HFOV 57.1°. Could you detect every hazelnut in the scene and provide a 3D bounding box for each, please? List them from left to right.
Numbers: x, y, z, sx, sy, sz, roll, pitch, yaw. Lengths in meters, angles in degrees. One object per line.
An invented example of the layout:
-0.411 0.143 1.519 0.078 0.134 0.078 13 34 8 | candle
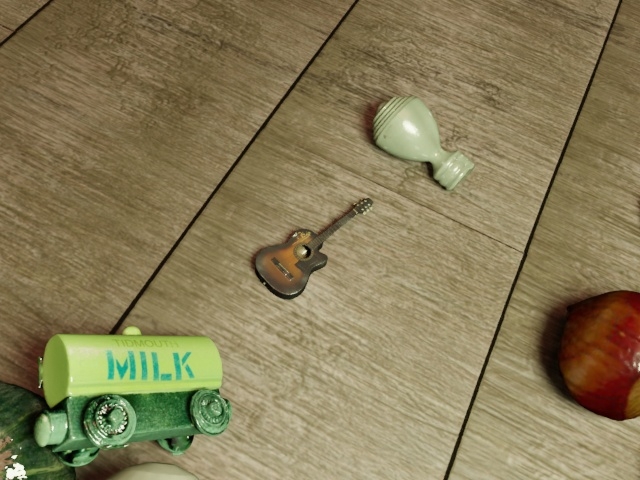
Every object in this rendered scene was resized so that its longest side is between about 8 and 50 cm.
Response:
0.433 0.157 0.838 0.201 0.160 0.170 -2 70 -50 | hazelnut

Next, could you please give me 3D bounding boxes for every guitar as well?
0.000 0.000 0.930 0.233 0.025 0.088 -39 72 -24 | guitar

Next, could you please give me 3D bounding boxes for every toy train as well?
-0.221 0.179 0.716 0.253 0.105 0.157 11 53 -47 | toy train

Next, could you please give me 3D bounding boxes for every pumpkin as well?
-0.389 0.268 0.671 0.211 0.152 0.212 4 65 -8 | pumpkin

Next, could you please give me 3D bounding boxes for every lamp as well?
0.170 -0.166 1.001 0.193 0.106 0.106 44 66 5 | lamp

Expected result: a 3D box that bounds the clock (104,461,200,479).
-0.207 0.432 0.575 0.342 0.184 0.326 -32 79 -26 | clock
